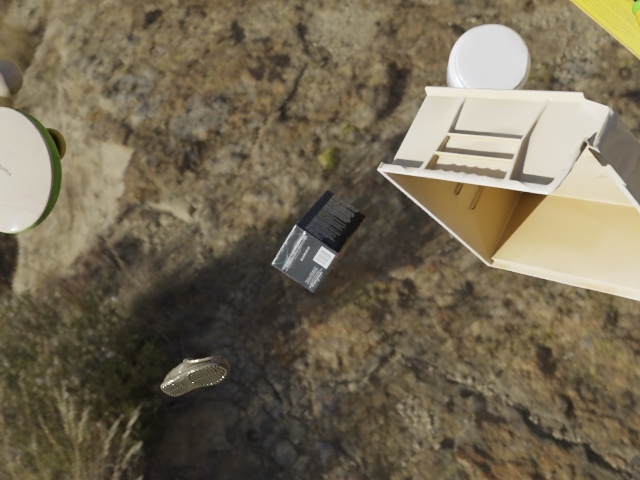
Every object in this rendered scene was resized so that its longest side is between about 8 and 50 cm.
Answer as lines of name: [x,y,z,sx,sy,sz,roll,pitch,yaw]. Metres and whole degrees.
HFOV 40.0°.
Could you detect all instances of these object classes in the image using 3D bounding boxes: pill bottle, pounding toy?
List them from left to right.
pounding toy: [-0.444,-0.130,1.309,0.183,0.110,0.236,-31,83,26]
pill bottle: [0.339,-0.349,1.782,0.161,0.161,0.283,-34,0,8]

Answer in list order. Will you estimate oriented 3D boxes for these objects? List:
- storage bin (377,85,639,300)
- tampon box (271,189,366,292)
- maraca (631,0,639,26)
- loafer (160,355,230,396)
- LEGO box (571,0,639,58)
storage bin: [0.258,-0.054,1.030,0.260,0.262,0.123,14,73,48]
tampon box: [0.000,0.000,1.747,0.120,0.101,0.161,-58,-5,37]
maraca: [0.430,-0.263,1.010,0.127,0.186,0.099,8,97,31]
loafer: [-0.220,0.228,1.539,0.148,0.056,0.050,-22,42,27]
LEGO box: [0.506,-0.530,1.467,0.193,0.500,0.372,-40,28,39]
